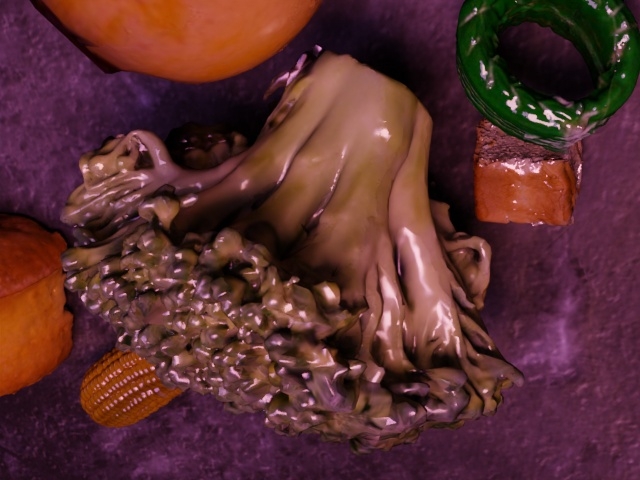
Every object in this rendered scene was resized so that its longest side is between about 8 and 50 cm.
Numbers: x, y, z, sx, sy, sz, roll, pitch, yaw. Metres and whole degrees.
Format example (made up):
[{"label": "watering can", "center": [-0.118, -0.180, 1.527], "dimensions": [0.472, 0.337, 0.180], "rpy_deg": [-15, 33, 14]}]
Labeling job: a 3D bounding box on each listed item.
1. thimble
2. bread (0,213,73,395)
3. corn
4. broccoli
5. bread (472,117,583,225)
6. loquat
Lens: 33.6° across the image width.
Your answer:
[{"label": "thimble", "center": [0.159, -0.127, 0.746], "dimensions": [0.118, 0.090, 0.130], "rpy_deg": [-24, 83, 1]}, {"label": "bread", "center": [-0.425, 0.072, 1.054], "dimensions": [0.340, 0.179, 0.194], "rpy_deg": [8, 121, 18]}, {"label": "corn", "center": [-0.149, 0.114, 1.030], "dimensions": [0.231, 0.080, 0.080], "rpy_deg": [-33, 102, 33]}, {"label": "broccoli", "center": [-0.013, 0.021, 0.792], "dimensions": [0.334, 0.272, 0.324], "rpy_deg": [40, 169, 47]}, {"label": "bread", "center": [0.161, -0.055, 0.822], "dimensions": [0.083, 0.076, 0.070], "rpy_deg": [4, 131, 18]}, {"label": "loquat", "center": [-0.099, -0.222, 0.736], "dimensions": [0.235, 0.235, 0.235], "rpy_deg": [9, 121, 16]}]
